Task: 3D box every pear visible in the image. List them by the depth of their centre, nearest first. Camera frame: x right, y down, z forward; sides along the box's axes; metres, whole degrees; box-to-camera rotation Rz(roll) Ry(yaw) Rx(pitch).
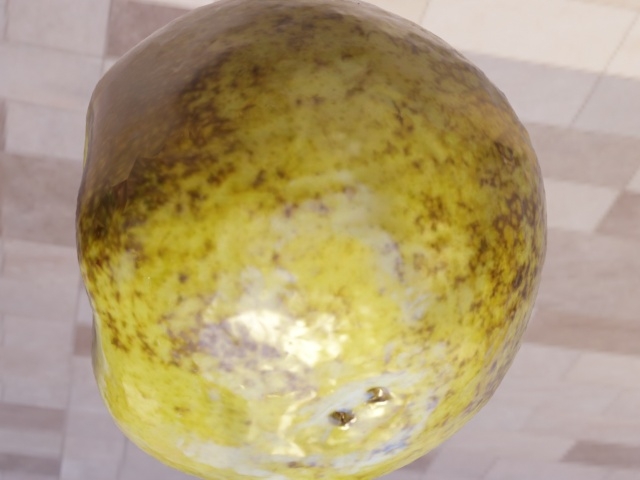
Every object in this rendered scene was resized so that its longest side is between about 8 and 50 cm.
[{"bbox_3d":[0.000,0.000,0.548,0.197,0.197,0.197,1,149,1],"label":"pear"}]
